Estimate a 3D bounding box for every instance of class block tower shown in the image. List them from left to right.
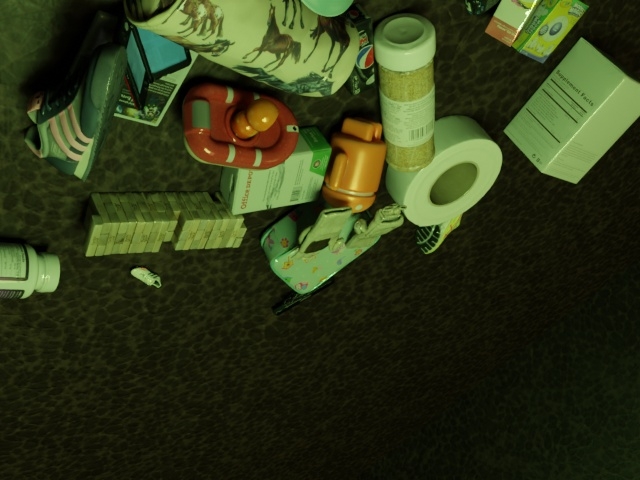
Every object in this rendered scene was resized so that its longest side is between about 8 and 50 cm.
[{"bbox_3d":[-0.320,-0.039,1.468,0.335,0.097,0.091,-4,137,-36],"label":"block tower"}]

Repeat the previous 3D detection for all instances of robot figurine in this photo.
[{"bbox_3d":[0.073,-0.156,1.555,0.128,0.158,0.220,9,107,-12],"label":"robot figurine"}]

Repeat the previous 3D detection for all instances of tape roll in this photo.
[{"bbox_3d":[0.306,-0.169,1.773,0.286,0.100,0.286,-21,144,-16],"label":"tape roll"}]

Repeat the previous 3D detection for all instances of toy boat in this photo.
[{"bbox_3d":[-0.131,-0.217,1.310,0.231,0.151,0.151,4,169,-41],"label":"toy boat"}]

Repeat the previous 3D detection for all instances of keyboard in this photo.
[{"bbox_3d":[-0.050,0.143,1.959,0.192,0.038,0.100,-31,169,-3],"label":"keyboard"}]

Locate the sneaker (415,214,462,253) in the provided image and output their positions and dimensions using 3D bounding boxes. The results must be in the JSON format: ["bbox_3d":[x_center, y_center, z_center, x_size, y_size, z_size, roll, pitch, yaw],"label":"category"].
[{"bbox_3d":[0.343,-0.042,1.975,0.094,0.081,0.209,-2,136,-40],"label":"sneaker"}]

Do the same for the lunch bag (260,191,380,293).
[{"bbox_3d":[0.000,0.000,1.743,0.279,0.108,0.224,-35,146,5],"label":"lunch bag"}]

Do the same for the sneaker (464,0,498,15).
[{"bbox_3d":[0.282,-0.487,1.378,0.216,0.079,0.121,-19,142,-20],"label":"sneaker"}]

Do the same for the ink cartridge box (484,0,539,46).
[{"bbox_3d":[0.419,-0.504,1.430,0.115,0.067,0.198,-47,166,-51],"label":"ink cartridge box"}]

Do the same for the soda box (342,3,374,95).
[{"bbox_3d":[0.067,-0.367,1.381,0.053,0.060,0.169,-25,145,-11],"label":"soda box"}]

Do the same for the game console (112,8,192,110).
[{"bbox_3d":[-0.269,-0.303,1.152,0.085,0.124,0.144,-4,141,3],"label":"game console"}]

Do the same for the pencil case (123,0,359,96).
[{"bbox_3d":[-0.110,-0.364,1.154,0.159,0.184,0.410,-3,170,40],"label":"pencil case"}]

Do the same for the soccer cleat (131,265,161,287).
[{"bbox_3d":[-0.393,0.083,1.610,0.029,0.036,0.083,-40,145,13],"label":"soccer cleat"}]

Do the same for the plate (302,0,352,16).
[{"bbox_3d":[0.011,-0.461,1.150,0.188,0.024,0.188,-2,93,-47],"label":"plate"}]

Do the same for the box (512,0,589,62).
[{"bbox_3d":[0.519,-0.491,1.588,0.105,0.043,0.179,5,129,-42],"label":"box"}]

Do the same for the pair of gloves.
[{"bbox_3d":[0.068,-0.017,1.590,0.240,0.042,0.204,-6,157,-32],"label":"pair of gloves"}]

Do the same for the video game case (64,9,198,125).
[{"bbox_3d":[-0.326,-0.287,1.218,0.190,0.022,0.173,9,129,-44],"label":"video game case"}]

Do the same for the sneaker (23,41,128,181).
[{"bbox_3d":[-0.395,-0.207,1.117,0.131,0.112,0.319,25,143,-15],"label":"sneaker"}]

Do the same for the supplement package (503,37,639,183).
[{"bbox_3d":[0.645,-0.318,1.777,0.177,0.175,0.293,9,129,-42],"label":"supplement package"}]

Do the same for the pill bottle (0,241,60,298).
[{"bbox_3d":[-0.606,0.057,1.354,0.193,0.108,0.108,6,131,-41],"label":"pill bottle"}]

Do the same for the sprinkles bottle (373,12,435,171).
[{"bbox_3d":[0.182,-0.299,1.499,0.121,0.121,0.355,-25,145,-9],"label":"sprinkles bottle"}]

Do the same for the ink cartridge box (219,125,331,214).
[{"bbox_3d":[-0.098,-0.148,1.502,0.208,0.087,0.153,-11,141,-27],"label":"ink cartridge box"}]
